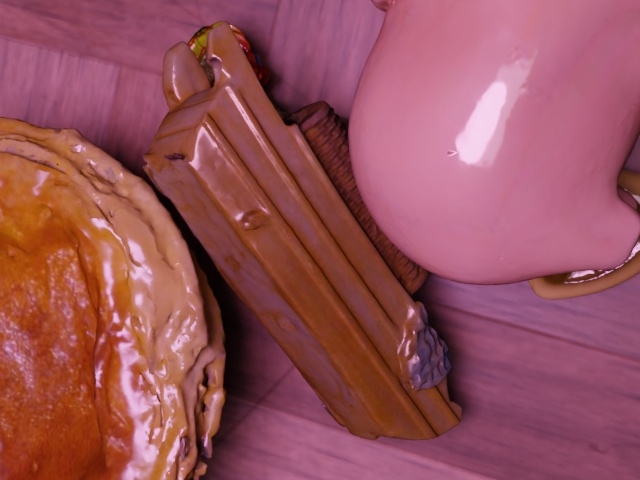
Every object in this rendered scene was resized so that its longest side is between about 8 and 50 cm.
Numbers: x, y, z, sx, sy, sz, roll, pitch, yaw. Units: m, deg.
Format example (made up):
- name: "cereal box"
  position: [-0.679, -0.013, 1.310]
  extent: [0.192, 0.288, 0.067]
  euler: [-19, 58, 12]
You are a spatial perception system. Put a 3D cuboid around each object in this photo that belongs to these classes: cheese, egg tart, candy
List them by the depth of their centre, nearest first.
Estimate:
- name: "cheese"
  position: [0.210, -0.015, 0.673]
  extent: [0.163, 0.036, 0.086]
  euler: [-13, 93, 16]
- name: "candy"
  position: [-0.021, -0.071, 0.730]
  extent: [0.201, 0.060, 0.060]
  euler: [45, 105, -2]
- name: "egg tart"
  position: [-0.215, 0.087, 0.735]
  extent: [0.352, 0.150, 0.351]
  euler: [0, 91, 19]

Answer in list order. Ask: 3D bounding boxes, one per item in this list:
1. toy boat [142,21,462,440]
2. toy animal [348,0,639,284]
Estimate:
- name: "toy boat"
  position: [0.000, 0.000, 0.678]
  extent: [0.310, 0.115, 0.089]
  euler: [53, 151, -15]
- name: "toy animal"
  position: [0.102, -0.142, 0.599]
  extent: [0.269, 0.237, 0.326]
  euler: [23, 95, 5]
